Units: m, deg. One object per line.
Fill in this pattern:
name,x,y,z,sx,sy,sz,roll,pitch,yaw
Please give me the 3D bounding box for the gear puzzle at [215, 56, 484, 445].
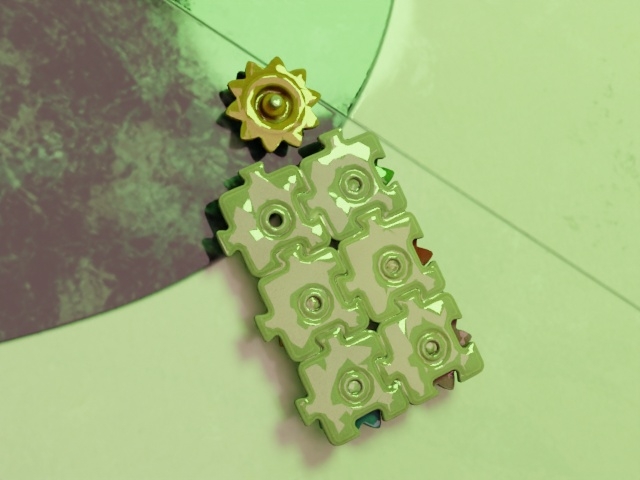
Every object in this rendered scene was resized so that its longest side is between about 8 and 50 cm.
gear puzzle,0.000,0.000,0.960,0.175,0.044,0.339,-25,89,-17
